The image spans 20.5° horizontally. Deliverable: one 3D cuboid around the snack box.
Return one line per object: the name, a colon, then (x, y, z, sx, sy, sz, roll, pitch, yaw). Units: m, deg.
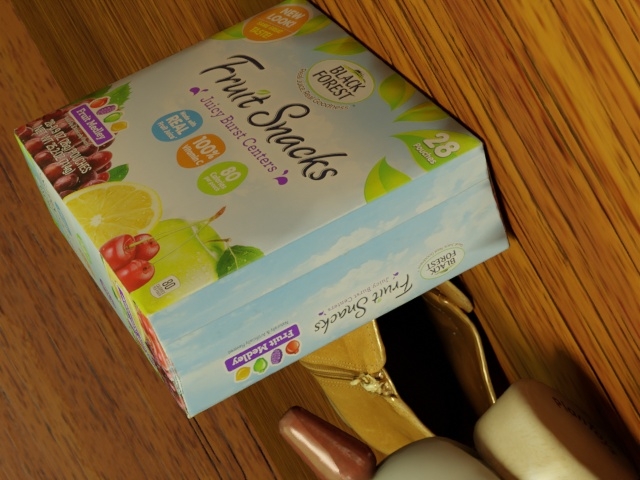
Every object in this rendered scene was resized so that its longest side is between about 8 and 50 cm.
snack box: (-0.035, -0.027, 0.868, 0.207, 0.174, 0.070, 48, 161, 52)

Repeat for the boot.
boot: (0.000, 0.001, 1.041, 0.295, 0.104, 0.211, 56, 165, -3)

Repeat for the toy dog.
toy dog: (0.056, 0.164, 0.736, 0.161, 0.220, 0.333, 32, 179, -17)
